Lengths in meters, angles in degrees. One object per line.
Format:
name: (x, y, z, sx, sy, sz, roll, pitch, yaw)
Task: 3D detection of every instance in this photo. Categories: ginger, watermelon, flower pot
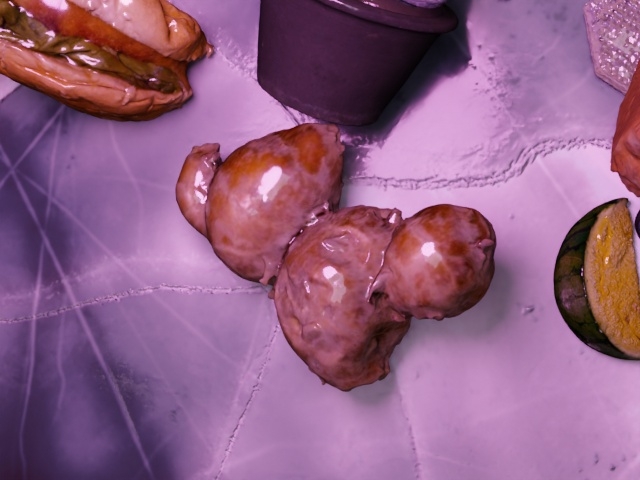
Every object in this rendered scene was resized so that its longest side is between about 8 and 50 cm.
ginger: (0.000, 0.000, 1.522, 0.375, 0.176, 0.256, 35, 114, 19)
watermelon: (0.300, 0.049, 1.536, 0.092, 0.075, 0.181, -8, 88, -34)
flower pot: (0.019, -0.218, 1.520, 0.235, 0.235, 0.148, 24, 113, 10)

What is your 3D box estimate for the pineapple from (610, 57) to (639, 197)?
pineapple: (0.482, -0.087, 1.385, 0.357, 0.223, 0.223, 23, 93, 1)

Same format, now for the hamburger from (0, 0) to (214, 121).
hamburger: (-0.309, -0.250, 1.567, 0.330, 0.209, 0.162, 27, 93, 12)

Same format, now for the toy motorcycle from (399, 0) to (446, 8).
toy motorcycle: (0.059, -0.354, 1.523, 0.296, 0.198, 0.109, 42, 124, 21)

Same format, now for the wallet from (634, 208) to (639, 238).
wallet: (0.507, 0.020, 1.494, 0.318, 0.045, 0.172, 38, 94, 10)

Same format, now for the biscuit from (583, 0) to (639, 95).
biscuit: (0.422, -0.217, 1.514, 0.250, 0.046, 0.147, -9, 87, 10)
